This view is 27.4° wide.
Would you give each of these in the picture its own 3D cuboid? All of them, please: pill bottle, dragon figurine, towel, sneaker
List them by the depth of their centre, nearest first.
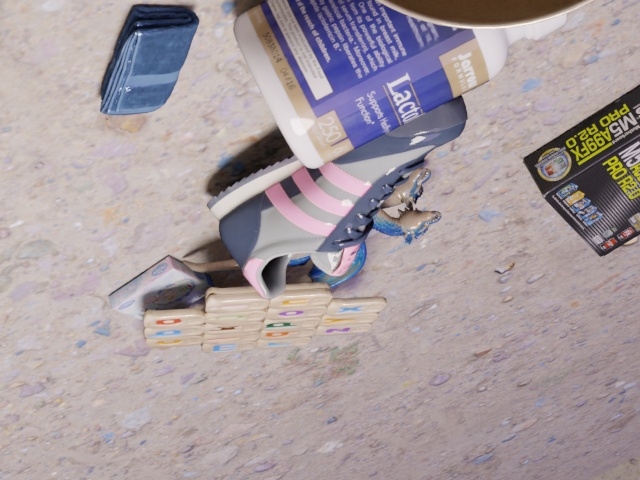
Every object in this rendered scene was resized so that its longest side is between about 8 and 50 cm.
[{"bbox_3d":[0.070,-0.185,1.151,0.264,0.153,0.153,-27,152,4],"label":"pill bottle"},{"bbox_3d":[-0.151,-0.155,1.159,0.067,0.029,0.119,-7,147,-30],"label":"towel"},{"bbox_3d":[0.031,-0.041,1.310,0.319,0.131,0.112,-25,177,39],"label":"sneaker"},{"bbox_3d":[0.000,0.000,1.482,0.289,0.085,0.144,-31,151,9],"label":"dragon figurine"}]

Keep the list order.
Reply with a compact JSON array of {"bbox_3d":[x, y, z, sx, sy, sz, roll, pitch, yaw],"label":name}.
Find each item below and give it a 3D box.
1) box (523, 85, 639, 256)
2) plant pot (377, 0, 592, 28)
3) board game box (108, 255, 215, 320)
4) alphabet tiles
[{"bbox_3d":[0.400,-0.092,1.665,0.216,0.060,0.270,-32,151,14],"label":"box"},{"bbox_3d":[0.119,-0.306,0.906,0.284,0.284,0.191,-36,-169,20],"label":"plant pot"},{"bbox_3d":[-0.182,0.060,1.511,0.090,0.020,0.090,-33,152,15],"label":"board game box"},{"bbox_3d":[-0.069,0.093,1.551,0.277,0.021,0.284,-4,165,-7],"label":"alphabet tiles"}]
